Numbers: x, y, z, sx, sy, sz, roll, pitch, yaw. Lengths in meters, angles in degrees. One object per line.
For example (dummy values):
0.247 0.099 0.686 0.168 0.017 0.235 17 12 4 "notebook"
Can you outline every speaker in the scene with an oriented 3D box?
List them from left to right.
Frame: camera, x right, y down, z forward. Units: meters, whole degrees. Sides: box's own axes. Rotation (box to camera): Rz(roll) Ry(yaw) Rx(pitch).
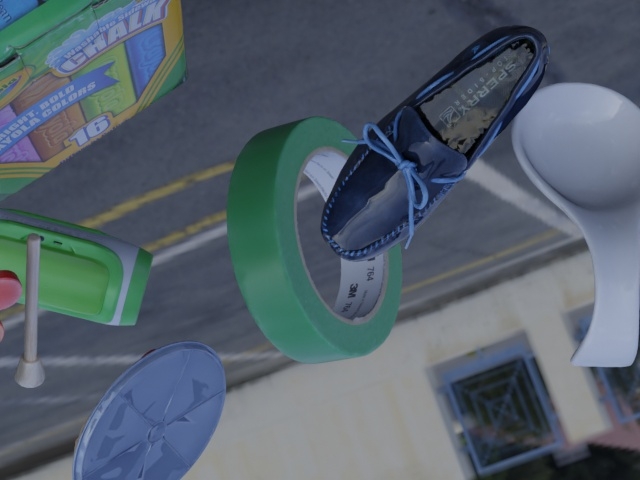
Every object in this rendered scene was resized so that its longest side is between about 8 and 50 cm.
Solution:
-0.400 0.035 1.744 0.297 0.131 0.131 15 161 -7 "speaker"

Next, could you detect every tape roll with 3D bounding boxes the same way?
0.000 0.000 1.589 0.077 0.321 0.321 -13 172 30 "tape roll"

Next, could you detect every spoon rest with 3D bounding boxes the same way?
0.246 -0.029 1.075 0.137 0.276 0.084 0 154 -5 "spoon rest"

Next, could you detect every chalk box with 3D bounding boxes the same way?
-0.207 -0.170 0.756 0.179 0.180 0.289 -35 172 -10 "chalk box"

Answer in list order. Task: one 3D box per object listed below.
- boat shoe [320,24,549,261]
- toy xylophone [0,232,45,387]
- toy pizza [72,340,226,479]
0.088 -0.092 1.027 0.258 0.109 0.089 -53 177 5 "boat shoe"
-0.340 0.099 1.020 0.236 0.081 0.322 -15 141 -22 "toy xylophone"
-0.176 0.187 1.219 0.201 0.032 0.201 -34 140 -35 "toy pizza"
